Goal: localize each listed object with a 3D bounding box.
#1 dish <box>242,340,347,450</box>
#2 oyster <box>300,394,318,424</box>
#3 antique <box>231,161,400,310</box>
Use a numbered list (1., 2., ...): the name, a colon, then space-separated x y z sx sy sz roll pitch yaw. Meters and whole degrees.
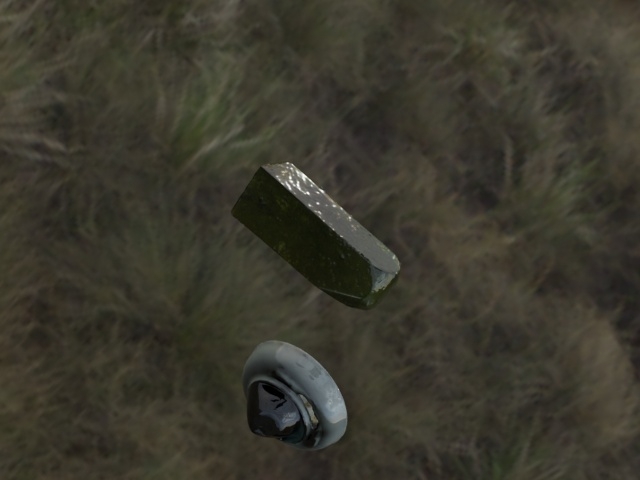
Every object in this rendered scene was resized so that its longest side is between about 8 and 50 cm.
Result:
1. dish: -0.048 0.190 1.516 0.141 0.141 0.078 50 51 2
2. oyster: -0.016 0.218 1.900 0.083 0.054 0.019 38 10 11
3. antique: 0.000 0.000 1.711 0.221 0.080 0.081 42 24 17
